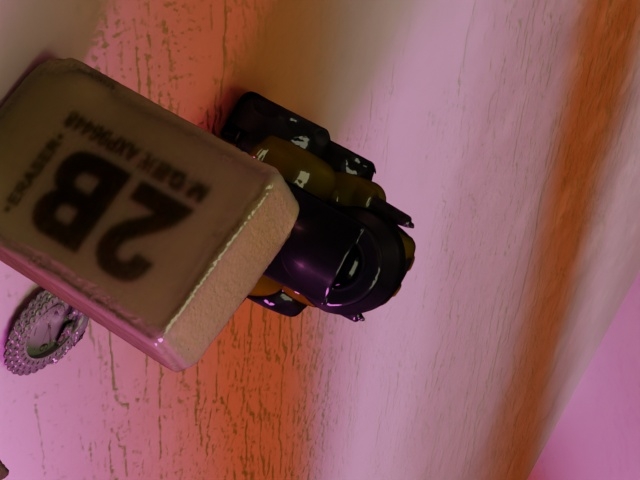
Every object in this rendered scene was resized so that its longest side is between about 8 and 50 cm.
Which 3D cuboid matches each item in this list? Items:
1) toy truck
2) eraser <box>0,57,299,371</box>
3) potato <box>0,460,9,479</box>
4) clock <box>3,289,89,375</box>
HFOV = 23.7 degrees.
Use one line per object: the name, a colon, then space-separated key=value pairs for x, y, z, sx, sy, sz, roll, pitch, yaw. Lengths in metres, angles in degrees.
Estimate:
toy truck: x=0.000 y=0.000 z=1.114 sx=0.147 sy=0.165 sz=0.224 roll=-62 pitch=158 yaw=4
eraser: x=-0.112 y=-0.019 z=0.839 sx=0.117 sy=0.172 sz=0.058 roll=-55 pitch=155 yaw=-11
potato: x=-0.253 y=0.039 z=0.696 sx=0.269 sy=0.112 sz=0.255 roll=-28 pitch=137 yaw=-56
clock: x=-0.178 y=0.056 z=1.005 sx=0.083 sy=0.010 sz=0.074 roll=-24 pitch=139 yaw=-54
